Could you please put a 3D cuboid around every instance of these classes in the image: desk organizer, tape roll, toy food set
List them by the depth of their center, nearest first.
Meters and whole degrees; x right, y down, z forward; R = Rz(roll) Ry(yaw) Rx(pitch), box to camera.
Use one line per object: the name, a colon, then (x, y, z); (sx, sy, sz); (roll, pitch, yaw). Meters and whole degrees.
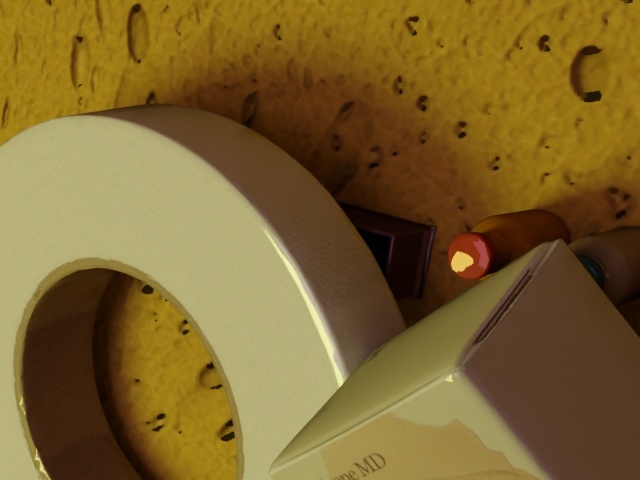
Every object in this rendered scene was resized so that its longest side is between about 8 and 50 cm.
toy food set: (0.166, 0.076, 0.605); (0.111, 0.104, 0.232); (-32, 78, 30)
desk organizer: (0.000, 0.000, 0.733); (0.130, 0.050, 0.047); (16, 103, 30)
tape roll: (-0.107, 0.108, 0.764); (0.392, 0.072, 0.392); (11, 109, 35)

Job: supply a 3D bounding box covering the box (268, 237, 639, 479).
box: (0.138, 0.171, 0.557); (0.311, 0.121, 0.148); (50, 132, -2)
